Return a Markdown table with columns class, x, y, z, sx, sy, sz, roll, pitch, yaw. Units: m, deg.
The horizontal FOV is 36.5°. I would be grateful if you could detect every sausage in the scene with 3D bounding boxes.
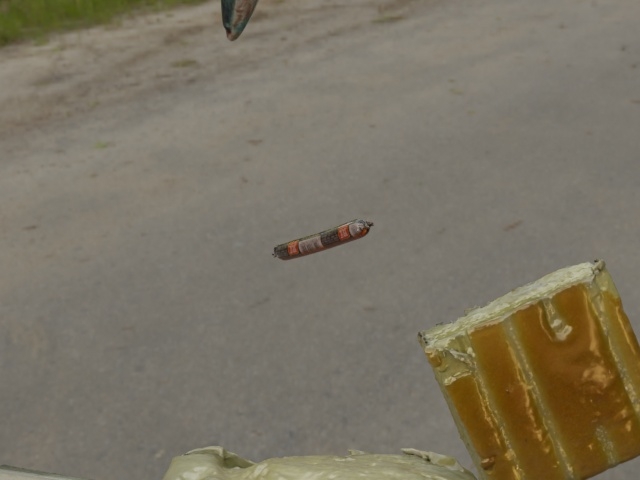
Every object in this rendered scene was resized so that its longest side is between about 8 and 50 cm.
| class | x | y | z | sx | sy | sz | roll | pitch | yaw |
| --- | --- | --- | --- | --- | --- | --- | --- | --- | --- |
| sausage | 0.000 | 0.000 | 1.253 | 0.198 | 0.028 | 0.025 | -19 | 12 | 48 |

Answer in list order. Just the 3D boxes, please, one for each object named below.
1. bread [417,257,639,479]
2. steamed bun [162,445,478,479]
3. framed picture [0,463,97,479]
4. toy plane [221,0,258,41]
| class | x | y | z | sx | sy | sz | roll | pitch | yaw |
| --- | --- | --- | --- | --- | --- | --- | --- | --- | --- |
| bread | 0.261 | 0.168 | 1.150 | 0.239 | 0.246 | 0.111 | -23 | 11 | -4 |
| steamed bun | 0.000 | 0.314 | 0.900 | 0.372 | 0.231 | 0.324 | -1 | -6 | 26 |
| framed picture | -0.094 | 0.289 | 0.648 | 0.324 | 0.241 | 0.020 | 6 | -6 | 15 |
| toy plane | -0.047 | -0.288 | 0.644 | 0.104 | 0.326 | 0.223 | 20 | 34 | -1 |
